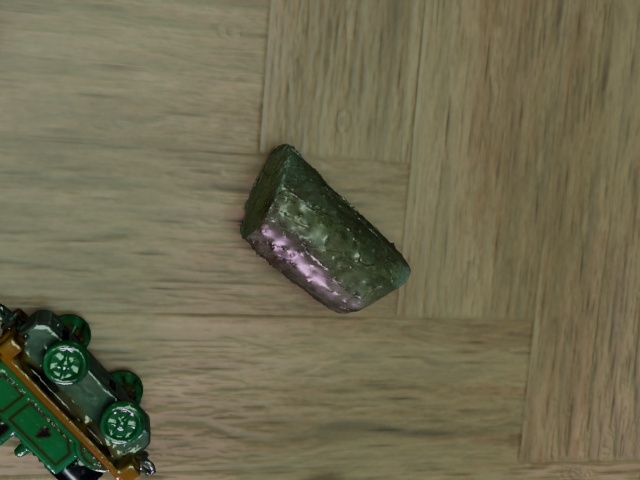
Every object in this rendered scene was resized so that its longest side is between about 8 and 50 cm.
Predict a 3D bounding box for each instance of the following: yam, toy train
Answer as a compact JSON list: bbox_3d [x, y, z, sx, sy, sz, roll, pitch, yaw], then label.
[{"bbox_3d":[0.000,0.000,1.143,0.183,0.107,0.107,41,85,-21],"label":"yam"},{"bbox_3d":[-0.252,0.157,1.091,0.136,0.091,0.227,-36,109,1],"label":"toy train"}]
